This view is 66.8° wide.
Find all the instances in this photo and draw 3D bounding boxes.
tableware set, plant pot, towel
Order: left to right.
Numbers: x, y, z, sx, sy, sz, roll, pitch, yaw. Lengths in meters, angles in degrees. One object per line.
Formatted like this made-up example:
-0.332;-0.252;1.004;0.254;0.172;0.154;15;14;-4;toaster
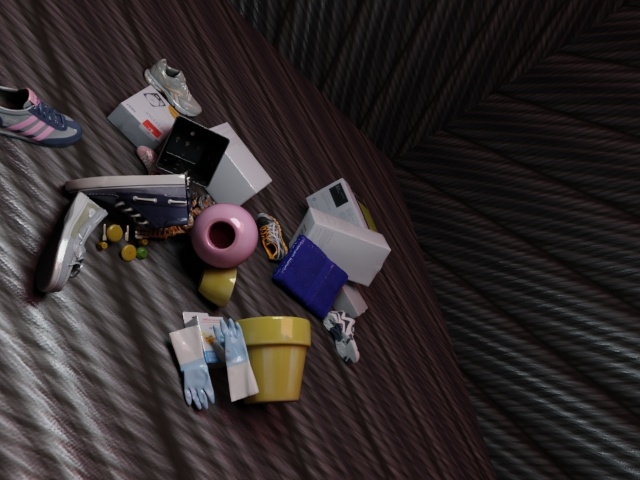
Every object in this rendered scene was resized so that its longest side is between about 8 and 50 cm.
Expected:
-0.559;0.008;1.382;0.154;0.024;0.103;4;88;-56;tableware set
-0.447;-0.318;1.673;0.188;0.188;0.167;22;11;-27;plant pot
-0.336;0.139;1.552;0.095;0.134;0.134;18;40;-19;plant pot
-0.153;0.371;1.483;0.254;0.254;0.238;23;58;-50;plant pot
-0.041;0.149;1.999;0.308;0.076;0.227;44;67;-30;towel

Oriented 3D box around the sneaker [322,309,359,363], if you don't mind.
0.119;0.397;2.071;0.234;0.094;0.153;54;33;16;sneaker

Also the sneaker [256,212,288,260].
-0.206;-0.014;1.983;0.083;0.084;0.214;-15;75;-58;sneaker

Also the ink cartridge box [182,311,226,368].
-0.335;0.285;1.440;0.104;0.062;0.181;15;48;-53;ink cartridge box

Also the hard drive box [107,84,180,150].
-0.611;-0.428;1.729;0.181;0.089;0.232;47;28;-20;hard drive box

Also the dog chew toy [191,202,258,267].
-0.305;-0.015;1.608;0.206;0.207;0.332;57;-3;-2;dog chew toy

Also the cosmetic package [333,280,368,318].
0.104;0.244;2.214;0.237;0.107;0.127;63;27;5;cosmetic package

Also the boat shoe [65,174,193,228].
-0.532;-0.104;1.382;0.127;0.341;0.157;-161;-112;-73;boat shoe

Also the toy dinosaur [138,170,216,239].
-0.455;-0.094;1.572;0.322;0.165;0.218;-74;142;-71;toy dinosaur

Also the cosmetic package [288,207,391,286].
0.086;0.032;2.126;0.385;0.217;0.156;21;24;-23;cosmetic package

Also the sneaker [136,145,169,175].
-0.573;-0.258;1.646;0.134;0.051;0.070;49;22;-27;sneaker

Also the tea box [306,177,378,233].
0.131;-0.081;2.434;0.324;0.220;0.328;30;35;-61;tea box

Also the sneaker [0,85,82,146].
-0.768;-0.339;1.302;0.319;0.131;0.112;-1;61;-61;sneaker

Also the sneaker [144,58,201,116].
-0.574;-0.616;1.966;0.262;0.121;0.099;39;32;-34;sneaker

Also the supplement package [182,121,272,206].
-0.365;-0.279;1.890;0.292;0.175;0.177;53;25;-9;supplement package

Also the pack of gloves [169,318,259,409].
-0.290;0.336;1.336;0.195;0.046;0.231;-13;78;-23;pack of gloves

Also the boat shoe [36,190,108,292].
-0.612;0.006;1.212;0.103;0.118;0.320;34;27;-33;boat shoe
